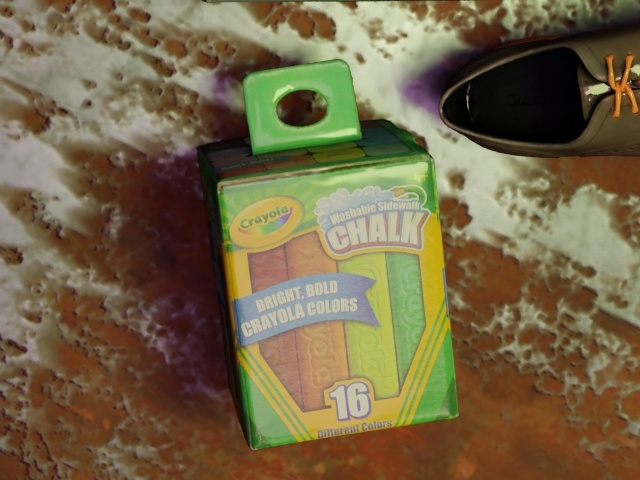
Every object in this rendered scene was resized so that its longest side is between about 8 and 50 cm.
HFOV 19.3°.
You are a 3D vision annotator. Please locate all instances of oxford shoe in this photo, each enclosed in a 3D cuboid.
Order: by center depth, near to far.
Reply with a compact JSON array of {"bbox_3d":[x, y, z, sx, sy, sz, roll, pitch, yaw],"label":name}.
[{"bbox_3d":[0.200,-0.086,1.102,0.271,0.098,0.096,-8,95,29],"label":"oxford shoe"}]

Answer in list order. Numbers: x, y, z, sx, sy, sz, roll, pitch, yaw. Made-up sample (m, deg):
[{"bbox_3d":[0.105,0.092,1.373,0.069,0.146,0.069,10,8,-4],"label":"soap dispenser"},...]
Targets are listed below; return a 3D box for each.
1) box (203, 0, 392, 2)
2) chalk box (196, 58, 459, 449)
[{"bbox_3d":[0.016,-0.259,1.121,0.183,0.059,0.232,-3,103,-11],"label":"box"},{"bbox_3d":[0.000,0.000,1.143,0.132,0.132,0.213,-9,104,-7],"label":"chalk box"}]
